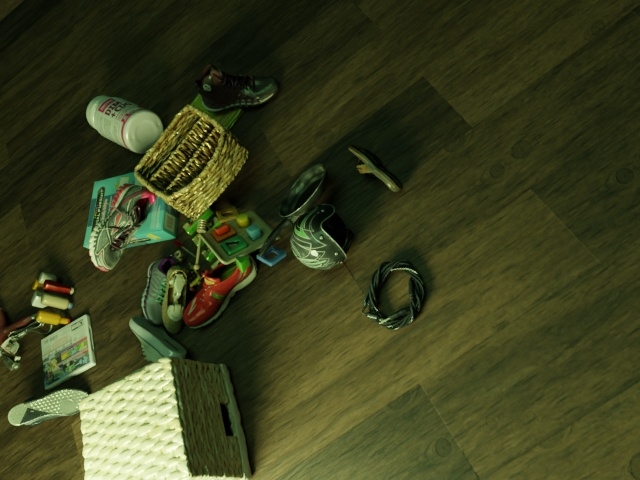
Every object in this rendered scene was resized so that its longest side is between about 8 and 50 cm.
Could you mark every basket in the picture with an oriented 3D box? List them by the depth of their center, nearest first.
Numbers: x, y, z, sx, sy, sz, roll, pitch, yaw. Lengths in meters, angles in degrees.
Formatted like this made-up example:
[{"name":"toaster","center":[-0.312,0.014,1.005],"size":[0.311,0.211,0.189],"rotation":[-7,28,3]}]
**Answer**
[{"name":"basket","center":[-0.407,0.507,1.467],"size":[0.332,0.266,0.328],"rotation":[-27,60,16]},{"name":"basket","center":[-0.399,-0.243,1.769],"size":[0.299,0.223,0.213],"rotation":[-51,29,-4]}]

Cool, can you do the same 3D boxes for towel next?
[{"name":"towel","center":[-0.375,-0.464,2.014],"size":[0.237,0.021,0.102],"rotation":[35,86,33]}]

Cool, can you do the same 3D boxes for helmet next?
[{"name":"helmet","center":[0.000,0.000,1.544],"size":[0.170,0.169,0.161],"rotation":[4,54,28]}]

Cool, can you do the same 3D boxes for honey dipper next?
[{"name":"honey dipper","center":[-0.369,0.013,1.744],"size":[0.031,0.030,0.160],"rotation":[-8,66,23]}]

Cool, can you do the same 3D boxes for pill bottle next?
[{"name":"pill bottle","center":[-0.723,-0.433,2.088],"size":[0.283,0.160,0.160],"rotation":[26,82,32]}]

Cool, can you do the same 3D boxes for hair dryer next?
[{"name":"hair dryer","center":[-1.079,0.318,2.009],"size":[0.294,0.080,0.223],"rotation":[22,63,26]}]

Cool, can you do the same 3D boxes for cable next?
[{"name":"cable","center":[0.193,0.134,1.459],"size":[0.151,0.047,0.184],"rotation":[22,79,32]}]

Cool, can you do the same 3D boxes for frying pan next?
[{"name":"frying pan","center":[-0.059,-0.095,1.611],"size":[0.197,0.053,0.326],"rotation":[-31,31,38]}]

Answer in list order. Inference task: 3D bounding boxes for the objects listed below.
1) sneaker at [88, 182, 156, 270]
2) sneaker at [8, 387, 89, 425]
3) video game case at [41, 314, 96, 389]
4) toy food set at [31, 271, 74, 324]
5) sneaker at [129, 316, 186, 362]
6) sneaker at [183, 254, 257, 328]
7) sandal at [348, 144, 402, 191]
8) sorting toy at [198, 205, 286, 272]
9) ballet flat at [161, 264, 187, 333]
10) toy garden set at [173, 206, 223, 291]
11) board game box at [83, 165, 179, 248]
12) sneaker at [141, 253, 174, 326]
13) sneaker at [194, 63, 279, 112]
[{"name":"sneaker","center":[-0.630,-0.044,1.807],"size":[0.112,0.121,0.299],"rotation":[12,75,28]},{"name":"sneaker","center":[-0.837,0.519,1.781],"size":[0.226,0.163,0.086],"rotation":[-8,76,-21]},{"name":"video game case","center":[-0.834,0.368,1.880],"size":[0.201,0.023,0.183],"rotation":[-28,59,12]},{"name":"toy food set","center":[-0.924,0.194,1.976],"size":[0.111,0.105,0.232],"rotation":[-60,38,8]},{"name":"sneaker","center":[-0.502,0.314,1.699],"size":[0.258,0.094,0.091],"rotation":[30,99,40]},{"name":"sneaker","center":[-0.314,0.134,1.666],"size":[0.279,0.118,0.107],"rotation":[-48,55,0]},{"name":"sandal","center":[0.146,-0.201,1.619],"size":[0.219,0.090,0.060],"rotation":[48,116,26]},{"name":"sorting toy","center":[-0.239,-0.023,1.668],"size":[0.196,0.047,0.348],"rotation":[-24,40,-22]},{"name":"ballet flat","center":[-0.435,0.177,1.707],"size":[0.067,0.073,0.206],"rotation":[171,98,-65]},{"name":"toy garden set","center":[-0.382,0.021,1.790],"size":[0.204,0.049,0.244],"rotation":[-44,57,3]},{"name":"board game box","center":[-0.641,-0.109,1.957],"size":[0.336,0.079,0.253],"rotation":[-10,65,23]},{"name":"sneaker","center":[-0.490,0.149,1.751],"size":[0.098,0.083,0.223],"rotation":[-31,53,36]},{"name":"sneaker","center":[-0.291,-0.525,1.898],"size":[0.282,0.162,0.106],"rotation":[-12,55,13]}]
